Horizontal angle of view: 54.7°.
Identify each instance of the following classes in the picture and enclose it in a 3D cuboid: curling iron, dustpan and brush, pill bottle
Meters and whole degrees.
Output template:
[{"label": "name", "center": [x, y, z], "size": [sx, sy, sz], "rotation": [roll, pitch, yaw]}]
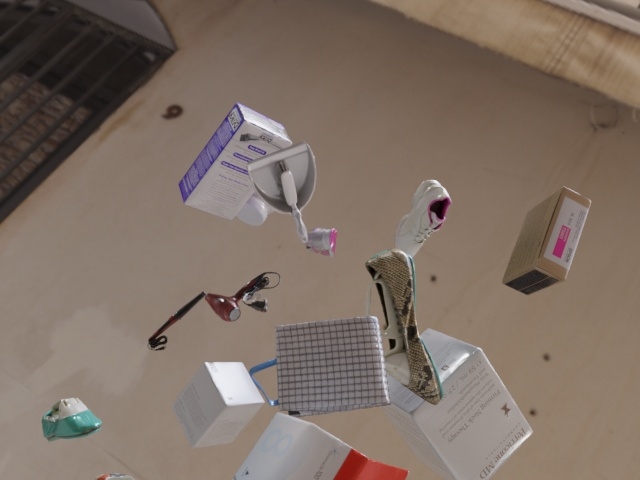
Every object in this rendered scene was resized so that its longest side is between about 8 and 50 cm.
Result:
[{"label": "curling iron", "center": [-0.509, 0.287, 2.210], "size": [0.068, 0.274, 0.035], "rotation": [42, -14, -3]}, {"label": "dustpan and brush", "center": [-0.064, -0.090, 1.346], "size": [0.060, 0.147, 0.211], "rotation": [-129, -159, -52]}, {"label": "pill bottle", "center": [-0.208, -0.199, 2.294], "size": [0.162, 0.279, 0.162], "rotation": [20, -33, 14]}]

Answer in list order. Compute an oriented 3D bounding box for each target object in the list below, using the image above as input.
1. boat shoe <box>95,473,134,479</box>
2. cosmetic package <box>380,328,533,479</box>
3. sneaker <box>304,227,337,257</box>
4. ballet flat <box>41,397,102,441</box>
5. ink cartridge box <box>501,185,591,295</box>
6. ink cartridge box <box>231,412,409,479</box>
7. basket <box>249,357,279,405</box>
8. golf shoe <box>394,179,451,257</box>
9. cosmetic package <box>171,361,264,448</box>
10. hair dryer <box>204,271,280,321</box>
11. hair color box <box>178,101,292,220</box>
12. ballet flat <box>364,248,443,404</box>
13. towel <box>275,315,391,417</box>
[{"label": "boat shoe", "center": [-0.600, 0.709, 1.813], "size": [0.043, 0.049, 0.137], "rotation": [4, -20, 28]}, {"label": "cosmetic package", "center": [0.437, 0.576, 2.125], "size": [0.394, 0.329, 0.327], "rotation": [55, -16, -17]}, {"label": "sneaker", "center": [0.000, 0.000, 2.274], "size": [0.111, 0.103, 0.252], "rotation": [6, -11, 5]}, {"label": "ballet flat", "center": [-0.559, 0.392, 1.362], "size": [0.247, 0.083, 0.087], "rotation": [-24, -99, 47]}, {"label": "ink cartridge box", "center": [0.573, 0.007, 1.578], "size": [0.088, 0.235, 0.193], "rotation": [27, -18, -1]}, {"label": "ink cartridge box", "center": [-0.047, 0.528, 1.243], "size": [0.384, 0.308, 0.091], "rotation": [-6, -50, 53]}, {"label": "basket", "center": [-0.088, 0.473, 2.206], "size": [0.255, 0.288, 0.201], "rotation": [66, 3, -48]}, {"label": "golf shoe", "center": [0.356, -0.057, 2.165], "size": [0.115, 0.307, 0.140], "rotation": [11, 20, -28]}, {"label": "cosmetic package", "center": [-0.287, 0.457, 1.729], "size": [0.151, 0.184, 0.151], "rotation": [14, 32, -50]}, {"label": "hair dryer", "center": [-0.297, 0.216, 2.290], "size": [0.293, 0.224, 0.080], "rotation": [-7, -61, 15]}, {"label": "hair color box", "center": [-0.265, -0.234, 1.895], "size": [0.185, 0.339, 0.110], "rotation": [20, 33, -41]}, {"label": "ballet flat", "center": [0.221, 0.270, 1.830], "size": [0.164, 0.181, 0.484], "rotation": [174, -97, -71]}, {"label": "towel", "center": [0.029, 0.330, 1.609], "size": [0.283, 0.235, 0.121], "rotation": [-8, -17, 7]}]
